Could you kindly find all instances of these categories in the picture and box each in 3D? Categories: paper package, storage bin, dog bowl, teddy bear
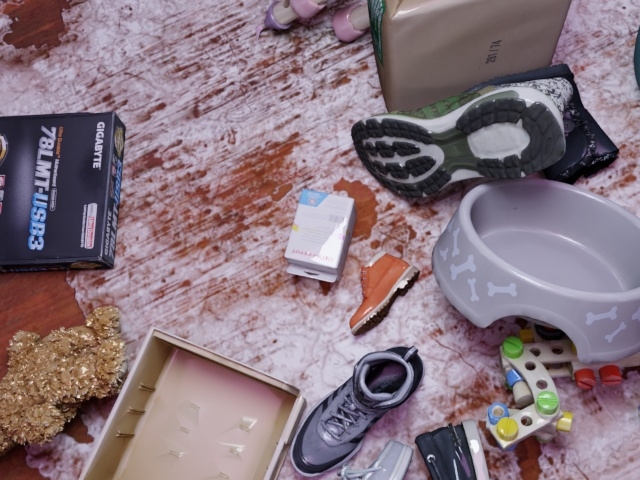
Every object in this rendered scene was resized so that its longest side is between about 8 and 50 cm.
[{"bbox_3d":[0.238,-0.375,1.152,0.309,0.325,0.168,-16,71,1],"label":"paper package"},{"bbox_3d":[-0.190,0.312,1.079,0.260,0.123,0.262,20,75,12],"label":"storage bin"},{"bbox_3d":[0.349,0.024,1.036,0.348,0.102,0.349,6,35,-4],"label":"dog bowl"},{"bbox_3d":[-0.453,0.228,1.104,0.338,0.113,0.245,-20,50,13],"label":"teddy bear"}]

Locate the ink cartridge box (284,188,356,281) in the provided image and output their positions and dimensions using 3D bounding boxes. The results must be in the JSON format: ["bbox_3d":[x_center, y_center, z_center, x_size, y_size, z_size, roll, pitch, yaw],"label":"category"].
[{"bbox_3d":[0.000,0.000,1.177,0.092,0.090,0.143,13,75,10],"label":"ink cartridge box"}]

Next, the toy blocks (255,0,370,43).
[{"bbox_3d":[-0.045,-0.543,1.278,0.260,0.309,0.289,-6,75,48],"label":"toy blocks"}]

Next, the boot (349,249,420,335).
[{"bbox_3d":[0.087,0.087,1.161,0.084,0.059,0.158,37,71,18],"label":"boot"}]

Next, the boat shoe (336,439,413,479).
[{"bbox_3d":[0.013,0.416,1.031,0.103,0.118,0.320,43,88,12],"label":"boat shoe"}]

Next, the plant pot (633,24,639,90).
[{"bbox_3d":[0.659,-0.317,1.135,0.293,0.235,0.293,-2,72,5],"label":"plant pot"}]

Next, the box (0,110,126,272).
[{"bbox_3d":[-0.520,-0.089,1.271,0.293,0.073,0.295,-2,73,6],"label":"box"}]

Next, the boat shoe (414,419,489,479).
[{"bbox_3d":[0.199,0.437,0.998,0.113,0.127,0.340,-7,70,5],"label":"boat shoe"}]

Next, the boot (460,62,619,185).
[{"bbox_3d":[0.367,-0.186,1.196,0.246,0.094,0.207,-16,67,-6],"label":"boot"}]

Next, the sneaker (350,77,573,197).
[{"bbox_3d":[0.232,-0.181,1.135,0.410,0.158,0.182,1,33,45],"label":"sneaker"}]

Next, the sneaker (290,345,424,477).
[{"bbox_3d":[0.051,0.253,1.057,0.268,0.153,0.101,-42,73,-8],"label":"sneaker"}]

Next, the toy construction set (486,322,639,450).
[{"bbox_3d":[0.405,0.213,1.035,0.327,0.151,0.215,2,48,-1],"label":"toy construction set"}]
